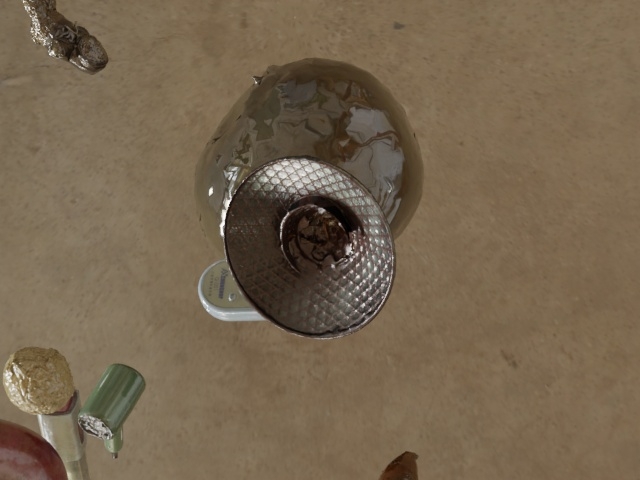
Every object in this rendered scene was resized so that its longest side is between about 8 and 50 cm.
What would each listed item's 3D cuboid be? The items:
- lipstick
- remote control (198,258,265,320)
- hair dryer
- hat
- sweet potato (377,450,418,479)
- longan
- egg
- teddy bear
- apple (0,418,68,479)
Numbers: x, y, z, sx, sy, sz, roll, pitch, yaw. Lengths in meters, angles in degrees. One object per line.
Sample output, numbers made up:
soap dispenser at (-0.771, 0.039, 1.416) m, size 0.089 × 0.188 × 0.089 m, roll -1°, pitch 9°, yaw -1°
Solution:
lipstick at (-0.521, 0.422, 1.644) m, size 0.077 × 0.079 × 0.253 m, roll 2°, pitch 122°, yaw -2°
remote control at (-0.037, 0.064, 1.045) m, size 0.244 × 0.087 × 0.047 m, roll -1°, pitch 143°, yaw 5°
hair dryer at (-0.229, 0.203, 0.878) m, size 0.047 × 0.071 × 0.150 m, roll 22°, pitch 137°, yaw 5°
hat at (0.000, 0.000, 0.828) m, size 0.193 × 0.082 × 0.193 m, roll 8°, pitch 110°, yaw 23°
sweet potato at (0.040, 0.240, 0.505) m, size 0.057 × 0.265 × 0.057 m, roll 7°, pitch 128°, yaw 9°
longan at (-0.020, -0.116, 1.394) m, size 0.403 × 0.436 × 0.404 m, roll 3°, pitch 100°, yaw 19°
egg at (-0.498, 0.246, 1.418) m, size 0.116 × 0.118 × 0.140 m, roll -51°, pitch 132°, yaw -14°
teddy bear at (-0.388, -0.307, 1.182) m, size 0.078 × 0.119 × 0.160 m, roll -33°, pitch 106°, yaw 19°
apple at (-0.279, 0.217, 0.639) m, size 0.153 × 0.120 × 0.154 m, roll 8°, pitch 75°, yaw -33°
